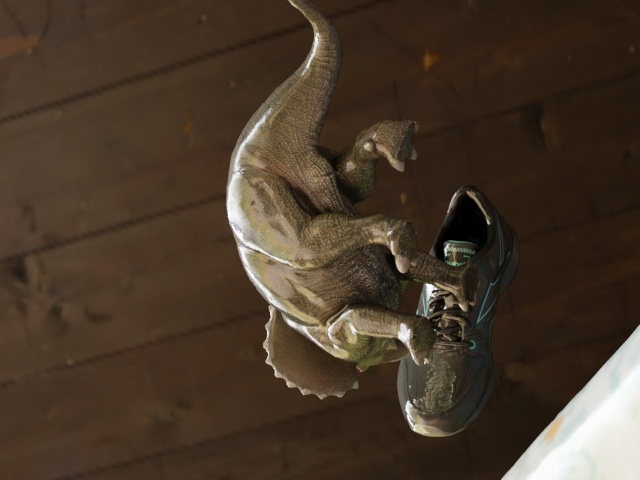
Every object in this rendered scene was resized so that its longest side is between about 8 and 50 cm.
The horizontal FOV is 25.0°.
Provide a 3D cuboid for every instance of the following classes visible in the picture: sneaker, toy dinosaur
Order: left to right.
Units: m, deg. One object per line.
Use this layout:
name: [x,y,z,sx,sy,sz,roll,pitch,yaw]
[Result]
toy dinosaur: [0.000,0.000,0.916,0.160,0.121,0.313,-2,-50,33]
sneaker: [0.127,0.065,1.424,0.101,0.267,0.106,2,-36,21]

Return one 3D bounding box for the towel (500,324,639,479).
towel: [0.216,0.219,0.629,0.090,0.374,0.320,-6,-37,-40]
